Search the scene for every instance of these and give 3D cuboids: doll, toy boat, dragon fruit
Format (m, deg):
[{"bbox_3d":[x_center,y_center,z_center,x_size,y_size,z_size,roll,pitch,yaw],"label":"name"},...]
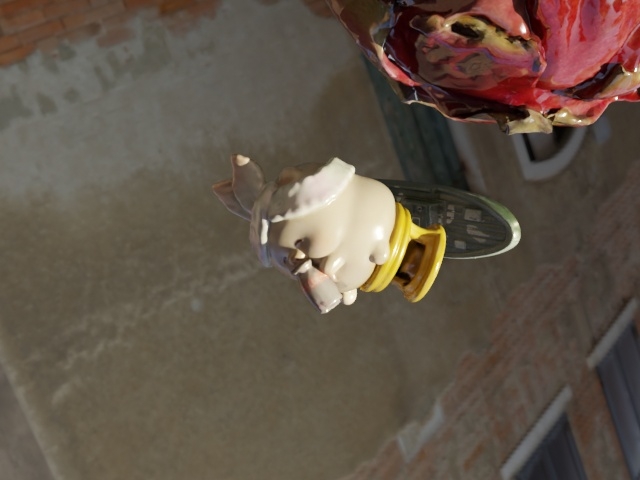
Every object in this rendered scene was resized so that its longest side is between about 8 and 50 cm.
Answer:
[{"bbox_3d":[0.000,0.000,0.541,0.073,0.127,0.084,127,-20,-56],"label":"doll"},{"bbox_3d":[0.096,-0.025,1.083,0.261,0.078,0.085,11,-164,36],"label":"toy boat"},{"bbox_3d":[0.150,-0.232,0.730,0.329,0.329,0.329,-19,-167,5],"label":"dragon fruit"}]
